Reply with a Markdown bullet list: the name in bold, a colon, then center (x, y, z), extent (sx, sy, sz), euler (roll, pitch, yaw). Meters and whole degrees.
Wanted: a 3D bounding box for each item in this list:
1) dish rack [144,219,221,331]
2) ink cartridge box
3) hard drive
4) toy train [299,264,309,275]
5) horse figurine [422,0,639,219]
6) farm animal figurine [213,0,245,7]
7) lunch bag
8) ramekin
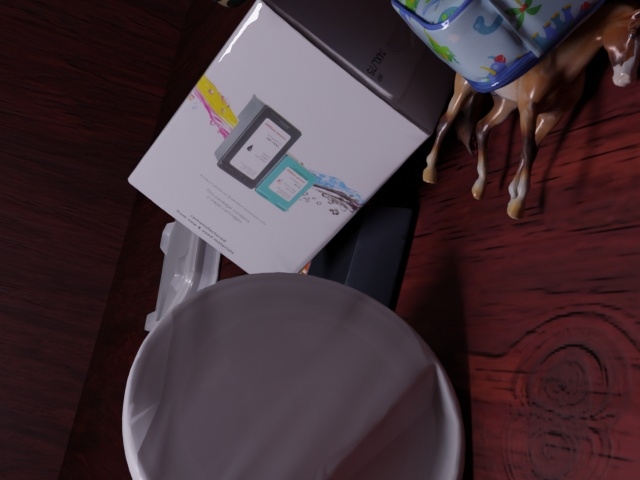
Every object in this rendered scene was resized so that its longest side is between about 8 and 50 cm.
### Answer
- **dish rack**: center (-0.255, 0.033, 2.060), extent (0.285, 0.072, 0.333), euler (124, 157, -47)
- **ink cartridge box**: center (-0.018, -0.131, 1.088), extent (0.270, 0.197, 0.198), euler (-46, 11, 39)
- **hard drive**: center (0.018, 0.082, 1.154), extent (0.172, 0.054, 0.255), euler (-173, 99, -73)
- **toy train**: center (0.000, 0.000, 1.317), extent (0.125, 0.046, 0.166), euler (128, 150, -47)
- **horse figurine**: center (0.156, -0.113, 0.879), extent (0.263, 0.066, 0.175), euler (-142, 69, -72)
- **farm animal figurine**: center (-0.041, -0.525, 1.734), extent (0.330, 0.172, 0.327), euler (-47, 9, 29)
- **lunch bag**: center (0.161, -0.221, 0.810), extent (0.219, 0.090, 0.176), euler (-44, 24, 8)
- **ramekin**: center (-0.028, 0.171, 0.884), extent (0.127, 0.272, 0.273), euler (108, 168, -51)
